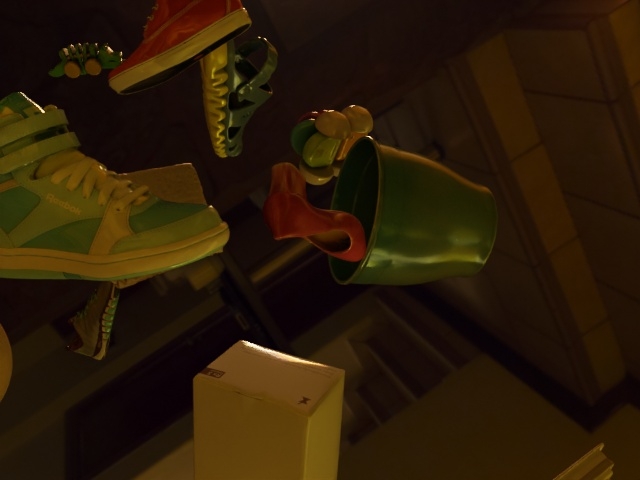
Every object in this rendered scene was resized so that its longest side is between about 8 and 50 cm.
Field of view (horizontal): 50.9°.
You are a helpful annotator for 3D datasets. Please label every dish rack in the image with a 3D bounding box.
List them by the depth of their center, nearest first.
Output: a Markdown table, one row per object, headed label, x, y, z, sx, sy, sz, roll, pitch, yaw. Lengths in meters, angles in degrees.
| label | x | y | z | sx | sy | sz | roll | pitch | yaw |
| --- | --- | --- | --- | --- | --- | --- | --- | --- | --- |
| dish rack | 0.427 | 0.543 | 1.280 | 0.072 | 0.333 | 0.285 | 43 | 131 | 33 |

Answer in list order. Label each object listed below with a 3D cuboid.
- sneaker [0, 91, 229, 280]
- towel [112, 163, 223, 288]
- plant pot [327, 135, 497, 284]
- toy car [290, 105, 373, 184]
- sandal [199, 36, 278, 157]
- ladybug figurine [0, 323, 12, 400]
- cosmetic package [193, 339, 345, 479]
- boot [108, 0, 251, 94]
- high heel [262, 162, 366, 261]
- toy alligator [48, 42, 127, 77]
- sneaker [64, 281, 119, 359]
| label | x | y | z | sx | sy | sz | roll | pitch | yaw |
| --- | --- | --- | --- | --- | --- | --- | --- | --- | --- |
| sneaker | -0.267 | -0.067 | 0.761 | 0.127 | 0.319 | 0.208 | -57 | -37 | -71 |
| towel | -0.293 | -0.034 | 1.195 | 0.282 | 0.049 | 0.187 | -22 | -88 | -59 |
| plant pot | 0.175 | -0.038 | 1.256 | 0.271 | 0.255 | 0.271 | -171 | 90 | -74 |
| toy car | 0.012 | -0.215 | 1.406 | 0.136 | 0.182 | 0.159 | 41 | 129 | 23 |
| sandal | -0.152 | -0.269 | 1.264 | 0.317 | 0.138 | 0.126 | 105 | 151 | -62 |
| ladybug figurine | -0.770 | 0.204 | 1.239 | 0.162 | 0.305 | 0.449 | 27 | 153 | 31 |
| cosmetic package | -0.091 | 0.389 | 1.146 | 0.217 | 0.156 | 0.385 | 14 | 111 | 22 |
| boot | -0.254 | -0.351 | 1.046 | 0.176 | 0.244 | 0.088 | 58 | -176 | -8 |
| high heel | 0.000 | 0.000 | 0.950 | 0.244 | 0.082 | 0.117 | 51 | -147 | -50 |
| toy alligator | -0.400 | -0.332 | 1.210 | 0.056 | 0.189 | 0.051 | -97 | -1 | -55 |
| sneaker | -0.508 | 0.160 | 1.498 | 0.083 | 0.098 | 0.224 | -127 | 50 | -71 |
